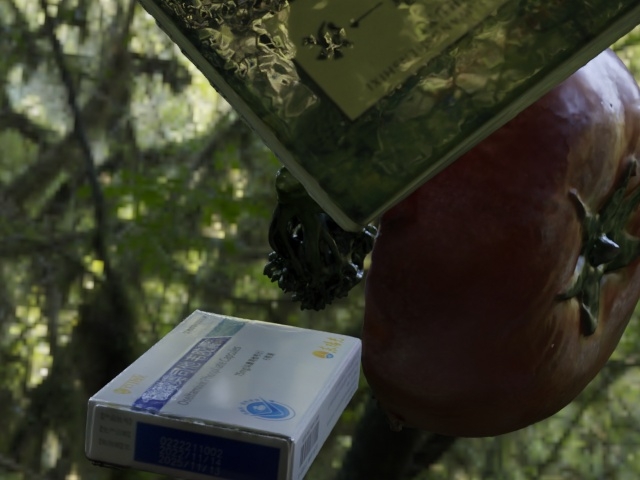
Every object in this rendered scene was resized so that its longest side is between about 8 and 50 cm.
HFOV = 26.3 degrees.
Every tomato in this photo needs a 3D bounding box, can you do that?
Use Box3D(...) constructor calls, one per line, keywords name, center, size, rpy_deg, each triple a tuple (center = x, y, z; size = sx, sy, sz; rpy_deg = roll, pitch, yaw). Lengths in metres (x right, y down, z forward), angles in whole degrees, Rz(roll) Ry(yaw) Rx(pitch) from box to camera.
Box3D(name="tomato", center=(0.104, 0.001, 0.664), size=(0.085, 0.225, 0.225), rpy_deg=(21, -7, 28))

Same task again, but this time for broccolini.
Box3D(name="broccolini", center=(-0.007, -0.018, 0.961), size=(0.091, 0.068, 0.202), rpy_deg=(-19, -28, -3))

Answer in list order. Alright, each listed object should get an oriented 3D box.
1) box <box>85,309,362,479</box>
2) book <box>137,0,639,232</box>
Box3D(name="box", center=(-0.085, 0.156, 1.396), size=(0.200, 0.065, 0.343), rpy_deg=(10, 13, 10))
Box3D(name="book", center=(-0.001, -0.128, 0.446), size=(0.160, 0.228, 0.024), rpy_deg=(-37, -19, -12))
